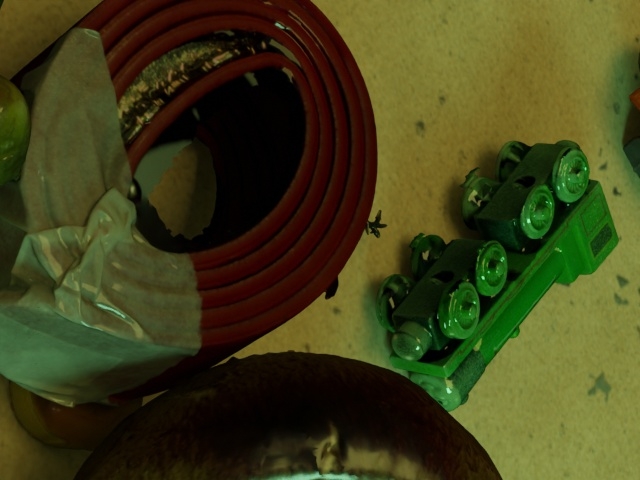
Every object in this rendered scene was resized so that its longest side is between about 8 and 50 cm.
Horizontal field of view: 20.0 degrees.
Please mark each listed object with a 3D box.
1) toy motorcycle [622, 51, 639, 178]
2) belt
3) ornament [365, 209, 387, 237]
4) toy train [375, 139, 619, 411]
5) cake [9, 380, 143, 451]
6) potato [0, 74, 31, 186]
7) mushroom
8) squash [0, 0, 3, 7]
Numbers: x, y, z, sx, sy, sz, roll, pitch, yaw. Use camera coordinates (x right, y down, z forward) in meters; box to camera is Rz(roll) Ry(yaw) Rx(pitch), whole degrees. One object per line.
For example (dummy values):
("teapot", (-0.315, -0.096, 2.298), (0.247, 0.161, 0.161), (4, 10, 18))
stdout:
("toy motorcycle", (0.403, -0.090, 1.598), (0.326, 0.148, 0.221), (-11, 68, -44))
("belt", (-0.094, -0.032, 1.113), (0.227, 0.115, 0.324), (46, 47, -10))
("ornament", (0.000, 0.000, 1.286), (0.125, 0.028, 0.073), (-14, 91, -41))
("toy train", (0.136, 0.024, 1.373), (0.251, 0.085, 0.119), (-47, 129, -33))
("cake", (-0.150, 0.089, 1.124), (0.084, 0.044, 0.084), (7, 80, -41))
("potato", (-0.242, -0.067, 0.990), (0.105, 0.188, 0.085), (72, 30, -49))
("mushroom", (-0.025, 0.198, 1.089), (0.297, 0.163, 0.278), (-3, 106, -12))
("squash", (-0.214, -0.225, 1.096), (0.082, 0.082, 0.292), (20, 70, -38))
